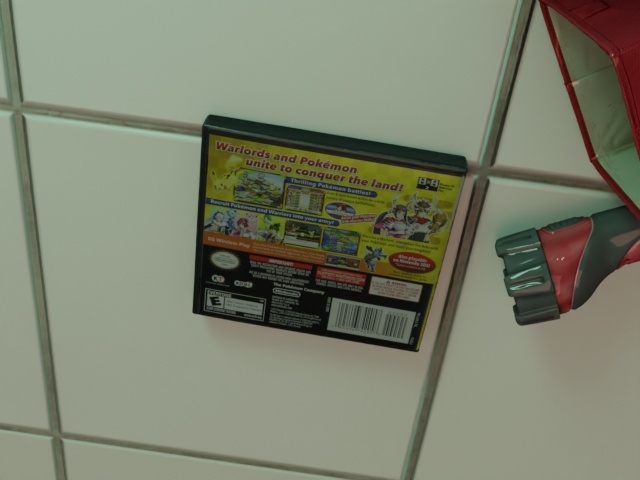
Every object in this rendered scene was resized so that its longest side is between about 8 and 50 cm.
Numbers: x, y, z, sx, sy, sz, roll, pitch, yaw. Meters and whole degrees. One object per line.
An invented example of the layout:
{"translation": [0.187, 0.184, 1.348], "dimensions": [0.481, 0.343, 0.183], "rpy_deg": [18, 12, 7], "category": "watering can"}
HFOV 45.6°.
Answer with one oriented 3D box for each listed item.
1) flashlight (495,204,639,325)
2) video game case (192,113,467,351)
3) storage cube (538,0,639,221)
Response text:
{"translation": [0.338, 0.007, 0.776], "dimensions": [0.303, 0.103, 0.103], "rpy_deg": [-14, 146, 13], "category": "flashlight"}
{"translation": [0.000, 0.000, 0.845], "dimensions": [0.274, 0.035, 0.248], "rpy_deg": [10, 123, 1], "category": "video game case"}
{"translation": [0.317, -0.140, 0.621], "dimensions": [0.193, 0.215, 0.184], "rpy_deg": [-23, 117, 12], "category": "storage cube"}
